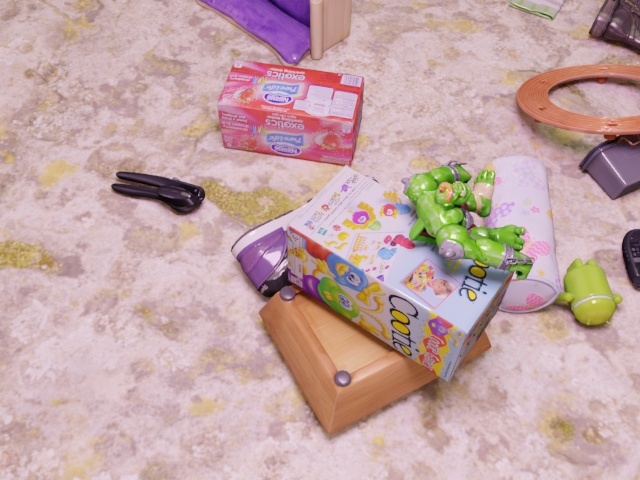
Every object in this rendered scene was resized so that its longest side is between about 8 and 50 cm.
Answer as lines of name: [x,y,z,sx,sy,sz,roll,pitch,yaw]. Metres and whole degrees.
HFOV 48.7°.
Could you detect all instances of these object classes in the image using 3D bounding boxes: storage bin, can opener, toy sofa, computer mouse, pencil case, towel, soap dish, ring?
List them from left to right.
can opener: [-0.293,-0.095,1.273,0.186,0.073,0.059,16,64,21]
toy sofa: [-0.113,-0.545,1.534,0.177,0.150,0.362,-37,63,-25]
soap dish: [0.083,0.125,1.082,0.291,0.118,0.229,-24,59,-16]
pencil case: [0.329,-0.016,1.187,0.124,0.113,0.273,-2,54,10]
towel: [0.513,-0.576,1.637,0.113,0.023,0.152,23,58,16]
ring: [0.549,-0.269,1.358,0.337,0.032,0.336,-4,33,3]
storage bin: [0.566,-0.142,1.296,0.135,0.098,0.091,-22,68,-15]
computer mouse: [0.549,0.089,1.166,0.071,0.041,0.242,0,61,-2]

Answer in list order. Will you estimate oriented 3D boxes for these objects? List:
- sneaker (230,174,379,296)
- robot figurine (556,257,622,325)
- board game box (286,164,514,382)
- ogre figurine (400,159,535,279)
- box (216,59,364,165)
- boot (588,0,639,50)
sneaker: [0.000,0.000,1.198,0.283,0.107,0.124,-30,75,-16]
robot figurine: [0.434,0.086,1.143,0.101,0.067,0.115,3,54,-13]
board game box: [0.105,0.043,0.980,0.275,0.142,0.144,31,58,20]
ogre figurine: [0.178,-0.030,0.894,0.118,0.097,0.197,-1,65,-27]
box: [-0.053,-0.241,1.336,0.257,0.122,0.128,9,55,6]
boot: [0.729,-0.474,1.541,0.229,0.091,0.263,30,64,13]
